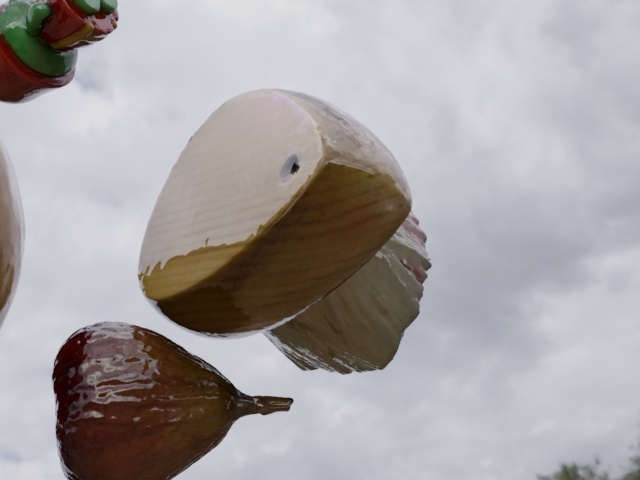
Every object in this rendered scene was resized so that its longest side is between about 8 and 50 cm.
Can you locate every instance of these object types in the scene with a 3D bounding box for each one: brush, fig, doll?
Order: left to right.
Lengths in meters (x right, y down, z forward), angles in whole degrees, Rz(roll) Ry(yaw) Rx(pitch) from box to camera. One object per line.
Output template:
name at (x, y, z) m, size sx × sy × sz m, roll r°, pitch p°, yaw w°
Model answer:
doll at (-0.486, -0.308, 1.657) m, size 0.363 × 0.160 × 0.182 m, roll -20°, pitch 11°, yaw 26°
fig at (-0.110, 0.120, 0.671) m, size 0.152 × 0.119 × 0.119 m, roll 12°, pitch -25°, yaw 23°
brush at (0.000, 0.000, 0.686) m, size 0.166 × 0.174 × 0.266 m, roll 28°, pitch -16°, yaw -24°

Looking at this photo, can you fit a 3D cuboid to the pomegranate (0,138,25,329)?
pomegranate at (-0.426, -0.025, 0.723) m, size 0.411 × 0.412 × 0.411 m, roll -11°, pitch -33°, yaw -7°
